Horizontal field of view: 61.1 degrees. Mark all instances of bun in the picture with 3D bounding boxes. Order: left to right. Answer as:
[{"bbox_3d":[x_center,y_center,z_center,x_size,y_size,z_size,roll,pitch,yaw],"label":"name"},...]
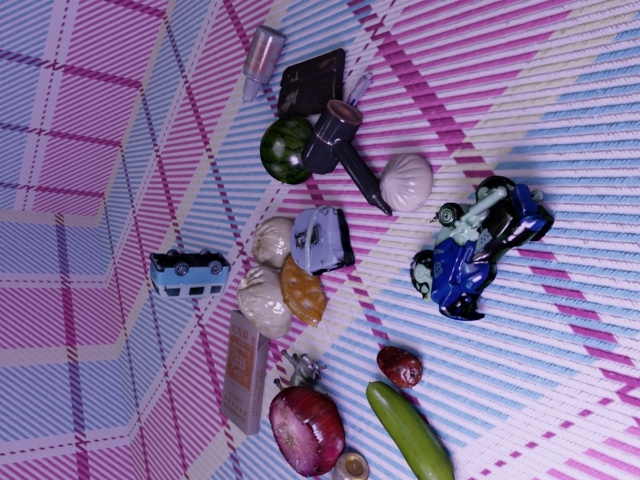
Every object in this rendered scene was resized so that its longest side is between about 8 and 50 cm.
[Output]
[{"bbox_3d":[-0.173,0.182,1.596,0.229,0.145,0.230,174,90,-71],"label":"bun"},{"bbox_3d":[-0.143,0.008,1.639,0.188,0.111,0.164,-17,76,49],"label":"bun"},{"bbox_3d":[0.178,-0.133,1.219,0.138,0.094,0.138,-16,71,55],"label":"bun"}]

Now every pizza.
[{"bbox_3d":[-0.052,0.139,1.507,0.246,0.127,0.058,57,154,30],"label":"pizza"}]

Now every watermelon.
[{"bbox_3d":[-0.105,-0.269,1.602,0.232,0.127,0.204,34,114,47],"label":"watermelon"}]

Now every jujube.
[{"bbox_3d":[0.171,0.278,1.202,0.129,0.077,0.078,16,100,60],"label":"jujube"}]

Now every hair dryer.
[{"bbox_3d":[0.077,-0.174,1.371,0.189,0.107,0.352,-57,50,38],"label":"hair dryer"}]

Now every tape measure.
[{"bbox_3d":[-0.003,0.001,1.450,0.181,0.107,0.182,-28,67,43],"label":"tape measure"}]

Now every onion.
[{"bbox_3d":[-0.031,0.486,1.394,0.248,0.161,0.248,10,101,63],"label":"onion"}]

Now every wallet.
[{"bbox_3d":[-0.037,-0.451,1.594,0.321,0.044,0.171,9,96,55],"label":"wallet"}]

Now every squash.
[{"bbox_3d":[0.192,0.412,1.152,0.292,0.082,0.082,51,127,46],"label":"squash"}]

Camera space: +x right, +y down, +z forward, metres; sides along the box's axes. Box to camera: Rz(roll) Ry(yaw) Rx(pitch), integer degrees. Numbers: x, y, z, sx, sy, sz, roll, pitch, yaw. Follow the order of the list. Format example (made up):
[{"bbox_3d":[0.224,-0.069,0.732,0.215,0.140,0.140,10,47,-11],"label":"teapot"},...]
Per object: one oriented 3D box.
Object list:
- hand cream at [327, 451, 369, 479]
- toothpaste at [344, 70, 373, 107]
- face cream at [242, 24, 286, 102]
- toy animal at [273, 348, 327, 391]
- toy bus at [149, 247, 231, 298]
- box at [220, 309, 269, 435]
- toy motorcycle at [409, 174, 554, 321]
[{"bbox_3d":[0.050,0.610,1.346,0.084,0.083,0.203,59,140,39],"label":"hand cream"},{"bbox_3d":[0.088,-0.374,1.424,0.170,0.028,0.045,-51,59,41],"label":"toothpaste"},{"bbox_3d":[-0.203,-0.571,1.792,0.101,0.101,0.252,55,130,41],"label":"face cream"},{"bbox_3d":[-0.056,0.390,1.509,0.176,0.073,0.217,35,118,54],"label":"toy animal"},{"bbox_3d":[-0.482,0.129,1.970,0.133,0.271,0.165,40,122,49],"label":"toy bus"},{"bbox_3d":[-0.251,0.430,1.798,0.204,0.051,0.366,13,97,55],"label":"box"},{"bbox_3d":[0.289,0.030,1.030,0.331,0.125,0.196,-55,47,40],"label":"toy motorcycle"}]
